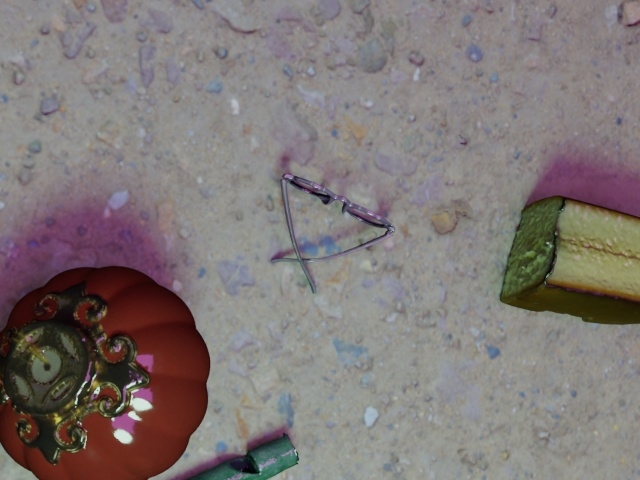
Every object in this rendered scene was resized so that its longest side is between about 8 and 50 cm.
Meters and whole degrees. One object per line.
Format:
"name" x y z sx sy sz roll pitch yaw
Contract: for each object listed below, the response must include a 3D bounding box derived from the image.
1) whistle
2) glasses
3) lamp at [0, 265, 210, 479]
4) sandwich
"whistle" -0.112 0.258 1.560 0.186 0.039 0.039 -23 97 -18
"glasses" 0.000 0.000 1.594 0.140 0.062 0.104 28 81 -16
"lamp" -0.214 0.137 1.442 0.227 0.227 0.227 0 89 -20
"sandwich" 0.338 0.033 1.685 0.235 0.128 0.122 14 77 -17
